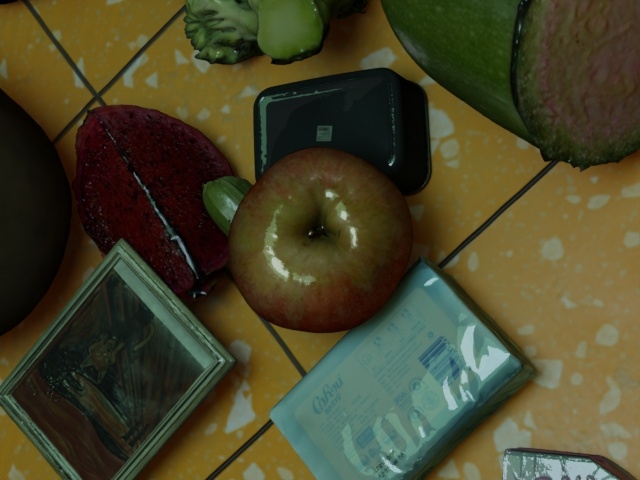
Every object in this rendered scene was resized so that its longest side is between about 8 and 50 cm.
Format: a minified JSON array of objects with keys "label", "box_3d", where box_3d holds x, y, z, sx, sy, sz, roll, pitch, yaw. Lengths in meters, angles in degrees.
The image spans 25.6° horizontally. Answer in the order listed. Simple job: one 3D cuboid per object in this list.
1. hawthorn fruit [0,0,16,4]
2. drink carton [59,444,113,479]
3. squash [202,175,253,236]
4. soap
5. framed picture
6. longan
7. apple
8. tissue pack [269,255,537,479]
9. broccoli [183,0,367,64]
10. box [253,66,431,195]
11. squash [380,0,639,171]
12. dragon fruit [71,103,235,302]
[{"label":"hawthorn fruit","box_3d":[-0.437,-0.448,1.881,0.189,0.189,0.251,11,79,25]},{"label":"drink carton","box_3d":[-0.238,0.190,1.737,0.096,0.071,0.223,39,97,23]},{"label":"squash","box_3d":[-0.047,0.009,1.653,0.239,0.069,0.069,42,100,1]},{"label":"soap","box_3d":[0.270,0.277,1.501,0.149,0.056,0.100,3,85,25]},{"label":"framed picture","box_3d":[-0.254,0.166,1.687,0.216,0.016,0.273,44,104,17]},{"label":"longan","box_3d":[-0.486,-0.049,1.741,0.404,0.336,0.405,7,99,51]},{"label":"apple","box_3d":[0.000,0.000,1.542,0.209,0.164,0.210,1,79,-4]},{"label":"tissue pack","box_3d":[0.090,0.172,1.584,0.263,0.089,0.177,-47,63,12]},{"label":"broccoli","box_3d":[-0.054,-0.306,1.632,0.247,0.246,0.288,7,123,-3]},{"label":"box","box_3d":[0.021,-0.121,1.664,0.201,0.090,0.145,-6,78,24]},{"label":"squash","box_3d":[0.215,-0.262,1.533,0.309,0.310,0.310,28,93,47]},{"label":"dragon fruit","box_3d":[-0.190,-0.040,1.721,0.189,0.163,0.262,-29,79,-13]}]
